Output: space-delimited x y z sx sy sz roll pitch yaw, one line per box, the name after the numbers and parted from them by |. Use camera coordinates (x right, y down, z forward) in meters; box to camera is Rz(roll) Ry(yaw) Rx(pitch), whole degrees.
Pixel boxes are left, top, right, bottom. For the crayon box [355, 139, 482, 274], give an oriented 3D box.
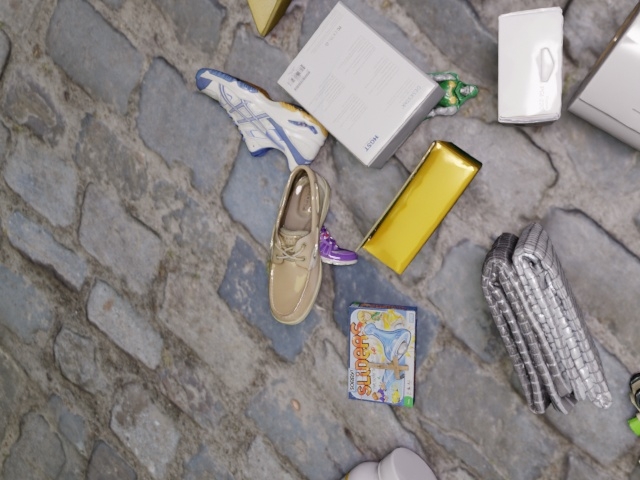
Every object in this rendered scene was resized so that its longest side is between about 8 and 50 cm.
0.174 -0.061 0.946 0.081 0.318 0.202 37 108 9 | crayon box

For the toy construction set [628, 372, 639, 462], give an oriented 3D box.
0.657 0.297 0.949 0.328 0.151 0.215 -39 86 9 | toy construction set

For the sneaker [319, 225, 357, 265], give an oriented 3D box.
0.000 0.000 1.147 0.170 0.068 0.071 26 100 13 | sneaker

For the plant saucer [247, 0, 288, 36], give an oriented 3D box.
-0.094 -0.577 0.989 0.081 0.333 0.332 -20 93 -16 | plant saucer

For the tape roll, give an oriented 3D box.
0.512 -0.259 0.844 0.169 0.246 0.246 35 107 10 | tape roll

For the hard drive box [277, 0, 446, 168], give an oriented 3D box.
0.071 -0.269 1.006 0.232 0.089 0.181 46 108 13 | hard drive box

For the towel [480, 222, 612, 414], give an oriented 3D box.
0.370 0.127 0.960 0.121 0.235 0.283 -23 90 23 | towel

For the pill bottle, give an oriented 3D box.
0.083 0.573 1.148 0.188 0.188 0.334 46 109 6 | pill bottle

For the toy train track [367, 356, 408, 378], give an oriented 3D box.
0.135 0.249 1.133 0.083 0.014 0.048 -1 106 23 | toy train track

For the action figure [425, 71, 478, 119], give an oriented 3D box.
0.172 -0.264 1.053 0.232 0.063 0.137 -5 94 15 | action figure

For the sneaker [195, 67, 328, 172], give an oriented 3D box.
-0.135 -0.237 1.127 0.296 0.112 0.131 30 107 12 | sneaker

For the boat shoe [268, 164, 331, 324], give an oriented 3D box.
-0.050 0.007 1.084 0.109 0.098 0.302 8 79 20 | boat shoe

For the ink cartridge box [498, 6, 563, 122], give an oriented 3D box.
0.334 -0.265 0.914 0.092 0.218 0.158 0 99 18 | ink cartridge box

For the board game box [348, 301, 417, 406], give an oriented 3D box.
0.126 0.230 1.159 0.136 0.035 0.201 2 99 17 | board game box
